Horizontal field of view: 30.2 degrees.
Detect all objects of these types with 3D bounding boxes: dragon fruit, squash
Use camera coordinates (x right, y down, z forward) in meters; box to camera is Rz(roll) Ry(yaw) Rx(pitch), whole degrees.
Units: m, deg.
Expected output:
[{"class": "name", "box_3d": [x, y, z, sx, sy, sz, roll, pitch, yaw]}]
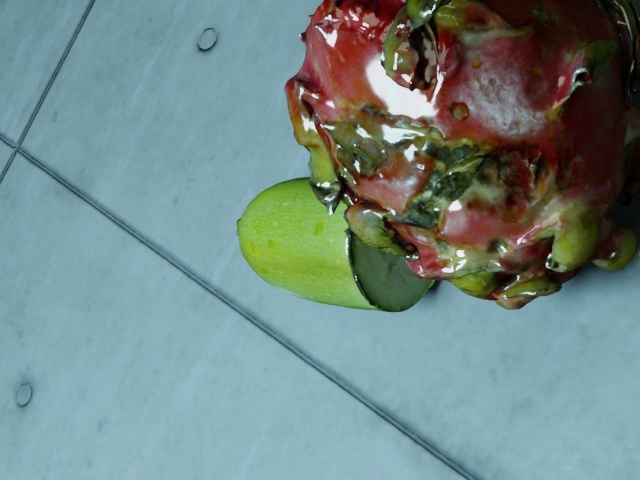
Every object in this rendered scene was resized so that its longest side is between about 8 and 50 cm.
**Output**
[{"class": "dragon fruit", "box_3d": [0.129, -0.091, 0.891, 0.291, 0.250, 0.269, 58, 143, 2]}, {"class": "squash", "box_3d": [0.000, 0.000, 1.050, 0.186, 0.123, 0.123, 3, 77, 41]}]

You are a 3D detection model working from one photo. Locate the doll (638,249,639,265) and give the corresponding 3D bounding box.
[{"class": "doll", "box_3d": [0.311, 0.092, 0.780, 0.293, 0.119, 0.138, 59, 155, 35]}]
